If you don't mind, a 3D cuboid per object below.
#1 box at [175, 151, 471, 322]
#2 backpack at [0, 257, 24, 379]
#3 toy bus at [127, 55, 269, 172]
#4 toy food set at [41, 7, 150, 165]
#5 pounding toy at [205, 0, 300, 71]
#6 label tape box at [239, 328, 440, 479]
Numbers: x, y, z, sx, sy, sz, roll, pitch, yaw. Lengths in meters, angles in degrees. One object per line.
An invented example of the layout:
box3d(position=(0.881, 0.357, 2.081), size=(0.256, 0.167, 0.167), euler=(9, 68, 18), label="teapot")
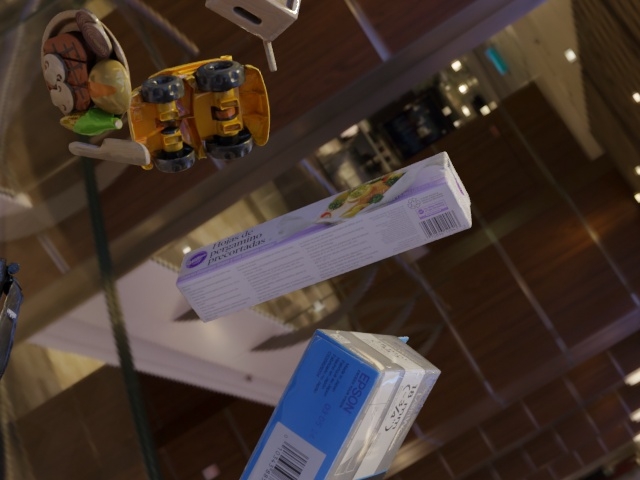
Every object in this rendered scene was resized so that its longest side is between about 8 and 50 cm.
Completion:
box3d(position=(0.000, 0.000, 0.992), size=(0.067, 0.324, 0.063), euler=(57, 22, -29), label="box")
box3d(position=(-0.417, 0.102, 1.019), size=(0.152, 0.115, 0.182), euler=(14, 78, -61), label="backpack")
box3d(position=(-0.220, -0.226, 1.516), size=(0.211, 0.220, 0.149), euler=(-132, -148, -53), label="toy bus")
box3d(position=(-0.237, -0.166, 0.921), size=(0.038, 0.132, 0.192), euler=(-32, 123, -49), label="toy food set")
box3d(position=(-0.087, -0.342, 1.320), size=(0.141, 0.100, 0.130), euler=(26, 56, -28), label="pounding toy")
box3d(position=(0.050, 0.250, 1.240), size=(0.106, 0.240, 0.334), euler=(30, 7, 25), label="label tape box")
